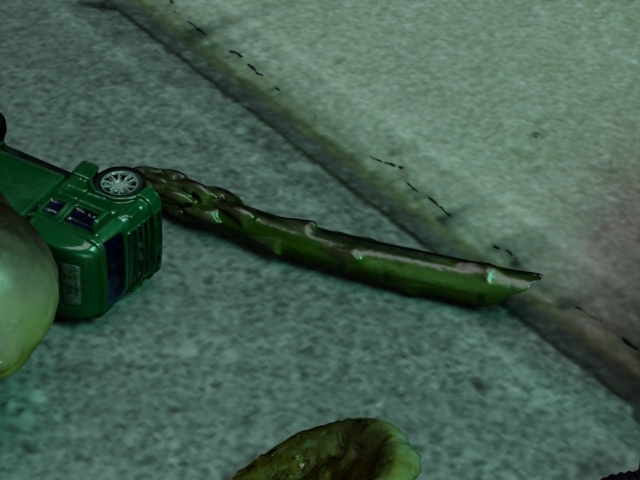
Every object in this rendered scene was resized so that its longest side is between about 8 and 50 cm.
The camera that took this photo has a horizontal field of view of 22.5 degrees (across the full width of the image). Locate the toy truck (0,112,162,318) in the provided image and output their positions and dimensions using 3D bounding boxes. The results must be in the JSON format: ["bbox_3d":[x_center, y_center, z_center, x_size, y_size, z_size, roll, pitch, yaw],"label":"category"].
[{"bbox_3d":[-0.156,-0.013,0.819,0.147,0.065,0.079,20,44,18],"label":"toy truck"}]

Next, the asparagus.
[{"bbox_3d":[0.000,-0.001,0.851,0.236,0.027,0.034,16,35,13],"label":"asparagus"}]

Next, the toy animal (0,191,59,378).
[{"bbox_3d":[-0.232,-0.005,0.734,0.168,0.121,0.233,-34,71,-10],"label":"toy animal"}]

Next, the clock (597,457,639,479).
[{"bbox_3d":[0.183,0.145,0.591,0.194,0.100,0.195,46,35,18],"label":"clock"}]

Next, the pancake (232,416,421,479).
[{"bbox_3d":[-0.013,0.111,0.667,0.116,0.022,0.129,-24,11,20],"label":"pancake"}]
